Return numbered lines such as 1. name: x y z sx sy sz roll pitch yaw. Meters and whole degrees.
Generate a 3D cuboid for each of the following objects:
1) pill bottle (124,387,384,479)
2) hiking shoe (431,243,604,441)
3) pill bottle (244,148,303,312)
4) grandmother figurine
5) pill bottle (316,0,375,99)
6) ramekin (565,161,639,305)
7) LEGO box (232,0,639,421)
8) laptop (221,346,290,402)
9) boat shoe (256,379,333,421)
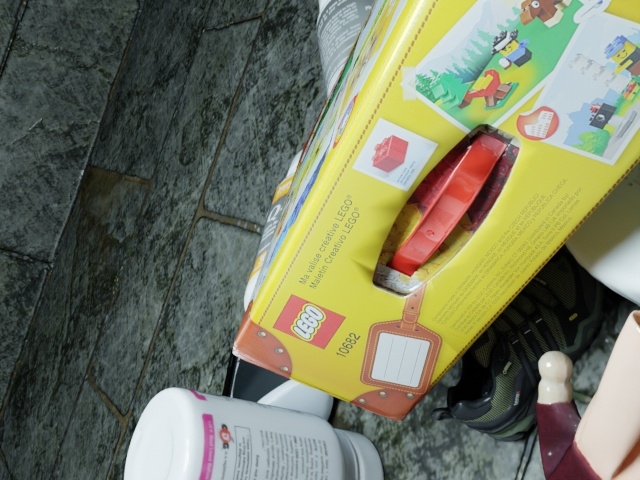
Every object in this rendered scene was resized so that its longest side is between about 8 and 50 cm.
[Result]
1. pill bottle: -0.072 0.278 0.862 0.160 0.283 0.160 -31 49 44
2. hiking shoe: 0.198 0.095 0.721 0.086 0.114 0.227 31 100 56
3. pill bottle: 0.000 0.000 0.971 0.162 0.162 0.278 -41 26 37
4. grandmother figurine: 0.228 0.172 0.556 0.208 0.104 0.342 -111 25 -51
5. pill bottle: 0.079 -0.272 1.039 0.161 0.161 0.283 -41 44 37
6. ramekin: 0.327 -0.059 0.595 0.277 0.135 0.277 -31 49 44
7. LEGO box: 0.122 -0.133 0.673 0.372 0.193 0.500 -75 11 -48
8. laptop: -0.088 0.286 1.132 0.264 0.136 0.234 131 151 -73
9. boat shoe: -0.111 0.292 1.006 0.301 0.108 0.102 -48 30 -1
